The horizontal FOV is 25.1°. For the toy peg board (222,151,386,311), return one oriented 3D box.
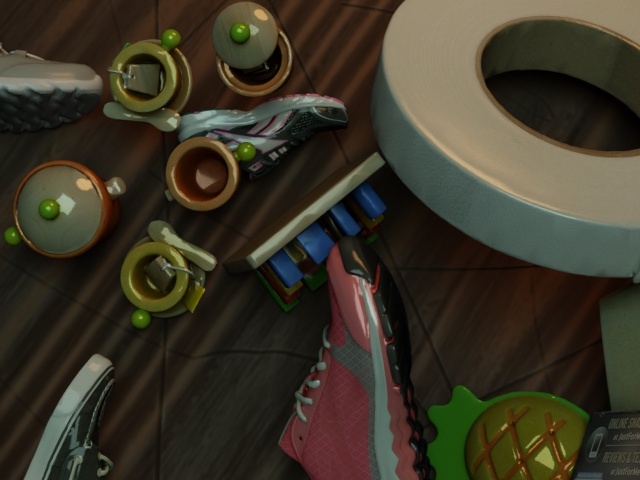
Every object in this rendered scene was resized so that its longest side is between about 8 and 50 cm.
[{"bbox_3d":[0.000,0.000,1.403,0.161,0.161,0.079,-40,96,-11],"label":"toy peg board"}]

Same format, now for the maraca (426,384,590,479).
[{"bbox_3d":[0.186,0.204,1.383,0.186,0.099,0.127,11,86,23],"label":"maraca"}]

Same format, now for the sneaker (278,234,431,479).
[{"bbox_3d":[0.021,0.154,1.340,0.136,0.116,0.313,-8,102,9],"label":"sneaker"}]

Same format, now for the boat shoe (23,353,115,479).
[{"bbox_3d":[-0.236,0.218,1.374,0.070,0.078,0.219,23,83,4],"label":"boat shoe"}]

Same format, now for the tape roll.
[{"bbox_3d":[0.241,-0.125,1.390,0.392,0.072,0.392,7,44,-7],"label":"tape roll"}]

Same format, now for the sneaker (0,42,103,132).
[{"bbox_3d":[-0.359,-0.185,1.458,0.281,0.105,0.115,7,71,-3],"label":"sneaker"}]

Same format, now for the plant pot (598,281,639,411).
[{"bbox_3d":[0.408,0.104,1.361,0.274,0.256,0.256,-8,75,12],"label":"plant pot"}]

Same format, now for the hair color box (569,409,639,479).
[{"bbox_3d":[0.411,0.257,1.282,0.339,0.185,0.110,26,74,-14],"label":"hair color box"}]

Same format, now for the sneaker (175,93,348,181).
[{"bbox_3d":[-0.057,-0.100,1.475,0.178,0.072,0.077,-10,85,5],"label":"sneaker"}]

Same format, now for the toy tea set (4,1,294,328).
[{"bbox_3d":[-0.159,-0.089,1.388,0.200,0.124,0.336,27,95,8],"label":"toy tea set"}]
